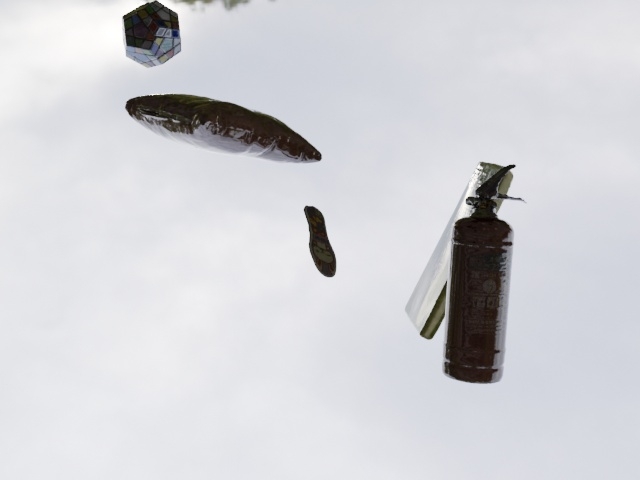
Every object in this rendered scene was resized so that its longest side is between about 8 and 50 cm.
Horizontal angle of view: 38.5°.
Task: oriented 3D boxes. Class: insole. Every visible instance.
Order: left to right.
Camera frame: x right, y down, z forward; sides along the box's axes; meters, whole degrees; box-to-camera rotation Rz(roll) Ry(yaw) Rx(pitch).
[{"bbox_3d":[0.000,0.000,1.782,0.065,0.004,0.197,23,-144,-29],"label":"insole"}]

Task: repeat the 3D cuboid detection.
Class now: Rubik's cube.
[{"bbox_3d":[-0.280,-0.342,1.517,0.111,0.093,0.111,25,-136,-27],"label":"Rubik's cube"}]

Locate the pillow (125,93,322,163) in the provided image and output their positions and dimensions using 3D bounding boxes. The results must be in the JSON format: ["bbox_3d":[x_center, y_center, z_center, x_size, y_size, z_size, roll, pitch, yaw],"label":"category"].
[{"bbox_3d":[-0.193,-0.224,1.845,0.305,0.108,0.307,10,-174,-40],"label":"pillow"}]

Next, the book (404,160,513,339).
[{"bbox_3d":[0.266,0.010,1.799,0.035,0.352,0.239,25,-173,-7],"label":"book"}]

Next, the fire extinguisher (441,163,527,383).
[{"bbox_3d":[0.268,0.048,1.466,0.138,0.344,0.102,0,-173,-31],"label":"fire extinguisher"}]
